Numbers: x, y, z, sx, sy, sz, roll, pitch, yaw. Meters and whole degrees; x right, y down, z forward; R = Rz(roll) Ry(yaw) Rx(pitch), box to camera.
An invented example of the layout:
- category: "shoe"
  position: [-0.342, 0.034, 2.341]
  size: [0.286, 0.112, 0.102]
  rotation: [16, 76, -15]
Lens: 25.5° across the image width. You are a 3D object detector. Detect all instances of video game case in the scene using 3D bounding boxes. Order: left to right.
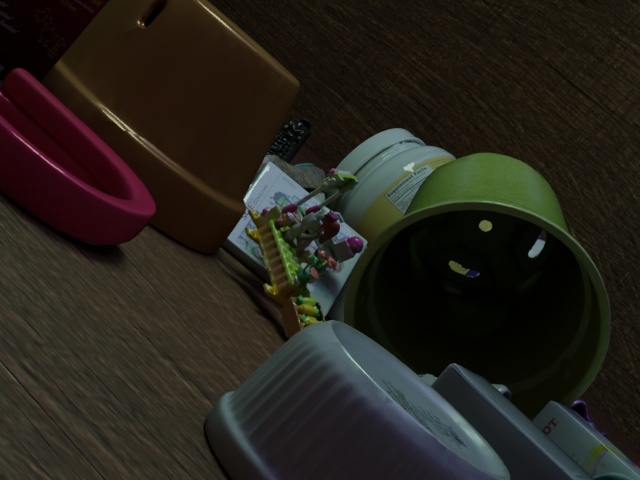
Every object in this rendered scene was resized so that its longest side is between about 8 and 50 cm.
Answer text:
- category: "video game case"
  position: [-0.031, 0.000, 1.654]
  size: [0.157, 0.019, 0.143]
  rotation: [39, 45, -8]

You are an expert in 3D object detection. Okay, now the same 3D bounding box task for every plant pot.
- category: "plant pot"
  position: [-0.159, -0.153, 1.508]
  size: [0.291, 0.203, 0.291]
  rotation: [41, 7, -6]
- category: "plant pot"
  position: [0.176, 0.031, 1.562]
  size: [0.276, 0.276, 0.254]
  rotation: [39, 25, -11]

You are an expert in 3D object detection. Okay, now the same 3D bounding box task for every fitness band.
- category: "fitness band"
  position: [-0.264, -0.096, 1.195]
  size: [0.291, 0.054, 0.209]
  rotation: [41, 9, 15]

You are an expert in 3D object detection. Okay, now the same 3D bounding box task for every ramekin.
- category: "ramekin"
  position: [0.033, 0.147, 0.964]
  size: [0.207, 0.109, 0.207]
  rotation: [40, 6, -5]

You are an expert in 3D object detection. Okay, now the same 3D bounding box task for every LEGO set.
- category: "LEGO set"
  position: [0.000, 0.000, 1.501]
  size: [0.132, 0.107, 0.287]
  rotation: [54, 15, -12]

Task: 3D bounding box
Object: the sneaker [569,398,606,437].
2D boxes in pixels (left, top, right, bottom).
- category: "sneaker"
  position: [0.327, 0.255, 2.009]
  size: [0.095, 0.104, 0.236]
  rotation: [35, 7, -31]

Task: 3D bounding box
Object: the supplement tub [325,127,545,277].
- category: "supplement tub"
  position: [0.176, 0.006, 2.181]
  size: [0.331, 0.241, 0.241]
  rotation: [45, 8, 26]

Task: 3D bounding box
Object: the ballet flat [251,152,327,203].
- category: "ballet flat"
  position: [-0.052, -0.057, 2.060]
  size: [0.106, 0.108, 0.316]
  rotation: [62, 16, 11]

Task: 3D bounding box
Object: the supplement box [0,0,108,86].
- category: "supplement box"
  position: [-0.275, -0.257, 1.362]
  size: [0.130, 0.239, 0.073]
  rotation: [33, 10, -49]

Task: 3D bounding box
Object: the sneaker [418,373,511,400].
- category: "sneaker"
  position: [0.107, 0.156, 1.289]
  size: [0.262, 0.121, 0.099]
  rotation: [43, 6, 24]

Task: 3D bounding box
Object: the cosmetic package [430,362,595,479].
- category: "cosmetic package"
  position: [0.158, 0.222, 1.119]
  size: [0.238, 0.127, 0.107]
  rotation: [46, 7, 27]

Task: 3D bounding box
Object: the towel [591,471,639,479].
- category: "towel"
  position: [0.377, 0.392, 1.182]
  size: [0.320, 0.090, 0.374]
  rotation: [55, -2, -36]

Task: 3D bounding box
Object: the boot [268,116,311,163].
- category: "boot"
  position: [-0.075, -0.140, 2.226]
  size: [0.077, 0.137, 0.198]
  rotation: [40, 7, -4]

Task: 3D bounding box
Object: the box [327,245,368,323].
- category: "box"
  position: [0.075, 0.085, 1.752]
  size: [0.170, 0.091, 0.130]
  rotation: [44, 7, 34]

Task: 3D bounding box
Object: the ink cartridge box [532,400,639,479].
- category: "ink cartridge box"
  position: [0.268, 0.269, 1.426]
  size: [0.176, 0.128, 0.127]
  rotation: [44, 6, 24]

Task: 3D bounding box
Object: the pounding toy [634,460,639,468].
- category: "pounding toy"
  position: [0.313, 0.274, 1.610]
  size: [0.183, 0.110, 0.237]
  rotation: [39, -2, -7]
